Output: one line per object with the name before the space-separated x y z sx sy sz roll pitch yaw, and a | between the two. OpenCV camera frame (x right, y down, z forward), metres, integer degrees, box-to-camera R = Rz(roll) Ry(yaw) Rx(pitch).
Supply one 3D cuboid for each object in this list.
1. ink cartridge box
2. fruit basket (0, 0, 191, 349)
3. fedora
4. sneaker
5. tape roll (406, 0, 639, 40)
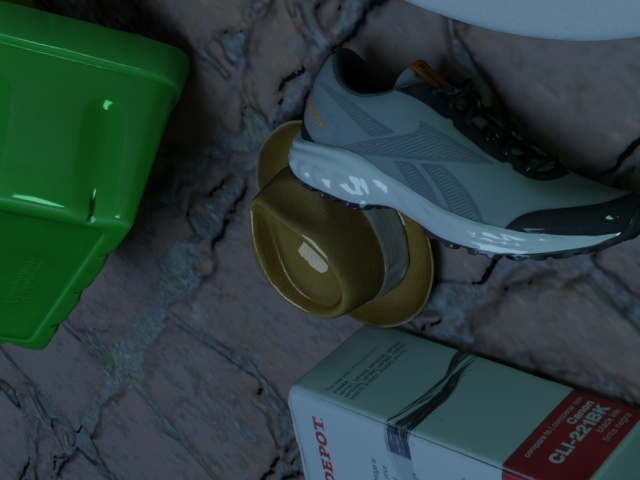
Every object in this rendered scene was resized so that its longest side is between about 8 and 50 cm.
ink cartridge box | 0.122 0.203 0.977 0.273 0.114 0.197 16 129 38
fruit basket | -0.307 -0.126 1.121 0.392 0.283 0.392 -40 44 55
fedora | 0.000 0.000 0.978 0.194 0.079 0.194 27 134 31
sneaker | 0.095 -0.059 0.821 0.271 0.100 0.108 21 112 29
tape roll | 0.069 -0.251 0.586 0.392 0.072 0.392 25 160 10
